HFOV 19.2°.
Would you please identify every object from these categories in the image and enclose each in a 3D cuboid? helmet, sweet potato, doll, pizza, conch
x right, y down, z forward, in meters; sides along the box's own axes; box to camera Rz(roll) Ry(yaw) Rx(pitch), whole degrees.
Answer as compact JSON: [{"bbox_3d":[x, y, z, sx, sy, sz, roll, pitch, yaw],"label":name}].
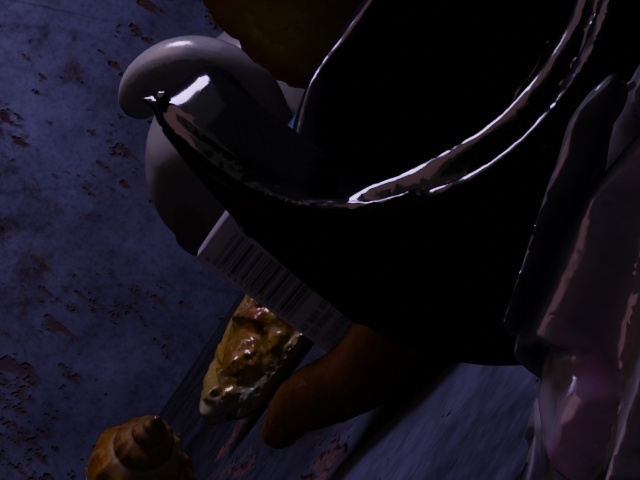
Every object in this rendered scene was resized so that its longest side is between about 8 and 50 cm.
[{"bbox_3d":[0.060,-0.054,0.668,0.189,0.193,0.216,-51,15,3],"label":"helmet"},{"bbox_3d":[0.041,0.050,1.023,0.264,0.057,0.057,-51,6,42],"label":"sweet potato"},{"bbox_3d":[0.021,-0.104,1.367,0.370,0.215,0.226,-46,-38,-50],"label":"doll"},{"bbox_3d":[-0.016,0.023,1.728,0.268,0.087,0.258,-56,1,15],"label":"pizza"},{"bbox_3d":[-0.155,0.244,1.600,0.330,0.093,0.109,100,178,-48],"label":"conch"}]

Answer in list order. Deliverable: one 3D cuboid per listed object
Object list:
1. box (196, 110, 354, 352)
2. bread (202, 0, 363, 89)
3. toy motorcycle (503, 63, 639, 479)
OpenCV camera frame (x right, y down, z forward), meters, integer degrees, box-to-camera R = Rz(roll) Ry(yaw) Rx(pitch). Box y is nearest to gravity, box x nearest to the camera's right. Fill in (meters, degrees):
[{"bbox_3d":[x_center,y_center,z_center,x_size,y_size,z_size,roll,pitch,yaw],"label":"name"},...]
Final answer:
[{"bbox_3d":[0.037,-0.024,1.061,0.194,0.139,0.073,-51,5,43],"label":"box"},{"bbox_3d":[0.074,-0.250,1.168,0.204,0.358,0.337,-3,79,60],"label":"bread"},{"bbox_3d":[0.088,0.032,0.363,0.204,0.108,0.239,-53,-24,-53],"label":"toy motorcycle"}]
